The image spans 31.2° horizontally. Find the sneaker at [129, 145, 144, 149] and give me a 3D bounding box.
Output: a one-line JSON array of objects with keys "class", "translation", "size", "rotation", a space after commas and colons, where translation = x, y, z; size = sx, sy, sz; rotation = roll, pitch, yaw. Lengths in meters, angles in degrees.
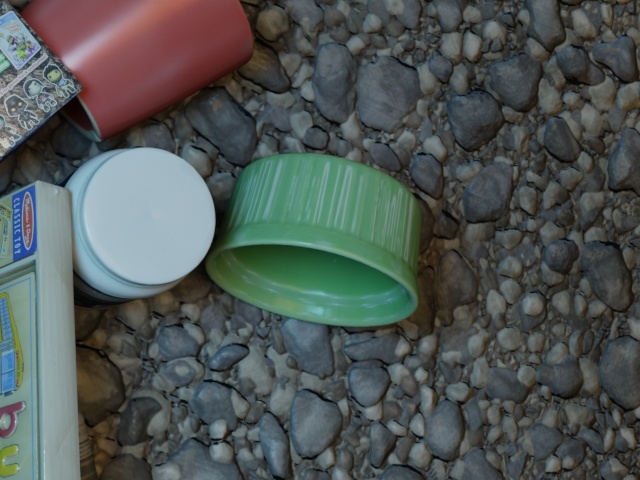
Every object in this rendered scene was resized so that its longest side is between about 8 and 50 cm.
[{"class": "sneaker", "translation": [-0.216, -0.069, 1.633], "size": [0.065, 0.076, 0.166], "rotation": [-43, 103, -27]}]

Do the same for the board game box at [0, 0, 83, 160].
[{"class": "board game box", "translation": [-0.472, -0.232, 1.435], "size": [0.291, 0.232, 0.141], "rotation": [49, 65, -12]}]

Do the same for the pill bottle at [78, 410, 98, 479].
[{"class": "pill bottle", "translation": [-0.350, 0.370, 1.451], "size": [0.161, 0.161, 0.283], "rotation": [-13, 88, -28]}]

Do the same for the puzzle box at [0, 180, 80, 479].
[{"class": "puzzle box", "translation": [-0.394, 0.161, 1.353], "size": [0.052, 0.272, 0.409], "rotation": [18, 58, -50]}]

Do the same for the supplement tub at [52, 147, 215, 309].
[{"class": "supplement tub", "translation": [-0.264, -0.013, 1.488], "size": [0.191, 0.272, 0.191], "rotation": [4, 80, -27]}]

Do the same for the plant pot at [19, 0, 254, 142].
[{"class": "plant pot", "translation": [-0.266, -0.280, 1.545], "size": [0.243, 0.275, 0.275], "rotation": [-40, 102, -16]}]

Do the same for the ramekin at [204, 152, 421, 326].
[{"class": "ramekin", "translation": [0.000, 0.000, 1.617], "size": [0.303, 0.303, 0.148], "rotation": [22, 66, -23]}]
